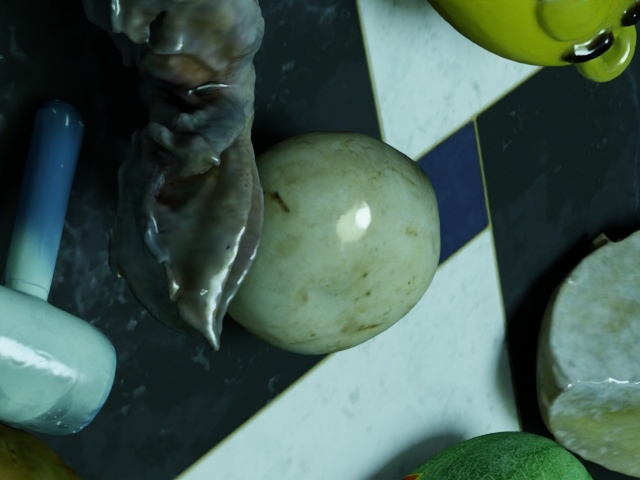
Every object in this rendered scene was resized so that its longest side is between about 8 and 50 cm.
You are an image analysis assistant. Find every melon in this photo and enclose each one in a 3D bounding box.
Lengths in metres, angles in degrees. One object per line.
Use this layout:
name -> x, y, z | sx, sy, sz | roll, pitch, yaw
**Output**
melon -> 0.111, 0.270, 1.196 | 0.287, 0.182, 0.182 | -38, 129, -35

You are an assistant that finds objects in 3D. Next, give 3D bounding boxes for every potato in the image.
potato -> 0.288, 0.100, 1.402 | 0.264, 0.211, 0.189 | 2, 148, -16

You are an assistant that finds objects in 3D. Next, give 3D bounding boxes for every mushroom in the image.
mushroom -> 0.000, 0.000, 1.019 | 0.166, 0.127, 0.166 | -15, 127, -21

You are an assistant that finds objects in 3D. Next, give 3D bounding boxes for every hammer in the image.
hammer -> -0.161, 0.008, 0.855 | 0.116, 0.069, 0.194 | 28, 58, -39

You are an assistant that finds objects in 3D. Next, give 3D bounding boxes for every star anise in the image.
star anise -> -0.087, -0.094, 0.861 | 0.110, 0.198, 0.258 | -9, 118, -6

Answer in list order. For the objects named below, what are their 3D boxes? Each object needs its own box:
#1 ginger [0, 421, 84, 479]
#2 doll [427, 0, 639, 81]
ginger -> -0.233, 0.165, 0.805 | 0.321, 0.172, 0.165 | 19, 127, -44
doll -> 0.104, -0.313, 0.979 | 0.423, 0.161, 0.348 | 16, 95, -33
